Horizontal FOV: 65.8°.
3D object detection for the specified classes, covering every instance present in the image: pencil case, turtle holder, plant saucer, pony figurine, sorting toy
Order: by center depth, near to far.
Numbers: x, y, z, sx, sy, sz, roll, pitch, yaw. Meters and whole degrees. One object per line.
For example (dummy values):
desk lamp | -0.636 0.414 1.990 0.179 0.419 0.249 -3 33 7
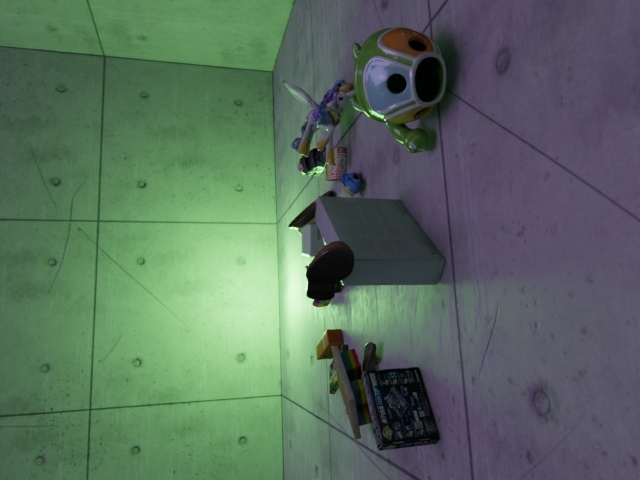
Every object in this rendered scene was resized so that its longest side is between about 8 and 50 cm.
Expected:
turtle holder | 0.220 -0.418 1.370 0.227 0.244 0.320 32 113 53
sorting toy | 0.129 0.568 1.883 0.257 0.090 0.255 -111 9 -53
pony figurine | -0.004 -0.545 2.189 0.351 0.303 0.363 26 100 44
plant saucer | -0.043 -0.143 2.427 0.041 0.278 0.278 49 168 -9
pencil case | -0.013 0.223 2.509 0.104 0.105 0.236 108 156 -49

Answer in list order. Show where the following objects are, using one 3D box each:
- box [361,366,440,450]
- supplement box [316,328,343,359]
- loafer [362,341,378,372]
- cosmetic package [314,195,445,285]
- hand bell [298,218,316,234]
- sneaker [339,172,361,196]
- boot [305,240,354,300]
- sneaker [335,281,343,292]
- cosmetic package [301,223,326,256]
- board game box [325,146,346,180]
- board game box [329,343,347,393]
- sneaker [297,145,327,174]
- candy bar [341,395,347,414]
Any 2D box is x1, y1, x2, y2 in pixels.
box | 0.228 0.481 1.431 0.051 0.175 0.220 107 157 -48
supplement box | 0.040 0.494 2.336 0.233 0.078 0.080 113 153 -54
loafer | 0.188 0.433 1.825 0.056 0.050 0.148 -113 26 -52
cosmetic package | 0.161 -0.008 1.485 0.377 0.285 0.097 -112 25 -56
hand bell | -0.016 -0.039 2.562 0.242 0.126 0.126 40 130 56
sneaker | 0.134 -0.249 2.055 0.082 0.069 0.209 -50 18 14
boot | 0.016 0.055 1.294 0.305 0.113 0.115 114 162 -63
sneaker | 0.067 0.145 2.209 0.275 0.107 0.109 121 156 -62
cosmetic package | 0.000 0.000 2.354 0.184 0.151 0.151 178 92 -76
board game box | 0.071 -0.353 2.299 0.193 0.045 0.146 -165 76 -74
board game box | 0.081 0.587 2.241 0.259 0.030 0.136 109 163 -51
sneaker | -0.036 -0.406 2.559 0.321 0.128 0.126 143 127 -70
candy bar | 0.107 0.692 2.193 0.040 0.018 0.161 108 157 -49
